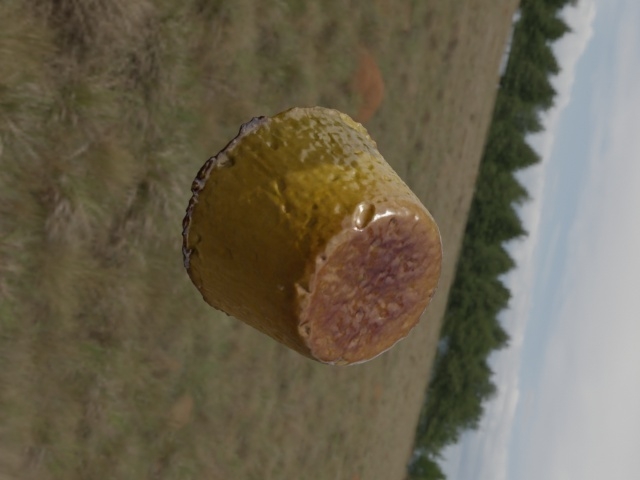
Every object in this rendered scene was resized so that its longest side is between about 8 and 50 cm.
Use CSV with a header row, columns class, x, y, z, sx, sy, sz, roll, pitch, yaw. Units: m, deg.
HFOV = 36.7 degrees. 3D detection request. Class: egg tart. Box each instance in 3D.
class,x,y,z,sx,sy,sz,roll,pitch,yaw
egg tart,0.000,0.000,0.835,0.215,0.171,0.215,-19,126,-29
